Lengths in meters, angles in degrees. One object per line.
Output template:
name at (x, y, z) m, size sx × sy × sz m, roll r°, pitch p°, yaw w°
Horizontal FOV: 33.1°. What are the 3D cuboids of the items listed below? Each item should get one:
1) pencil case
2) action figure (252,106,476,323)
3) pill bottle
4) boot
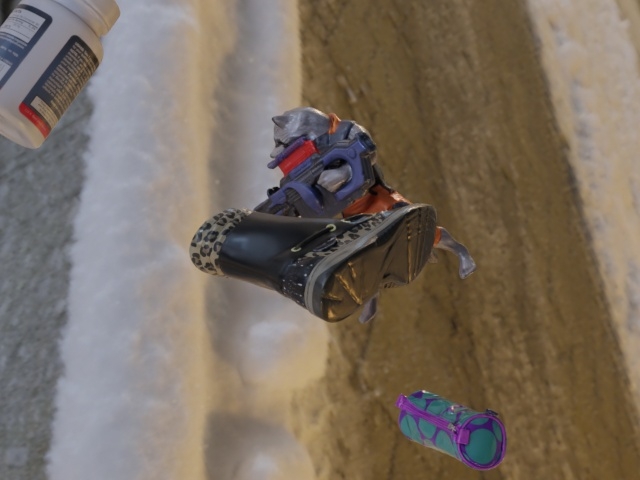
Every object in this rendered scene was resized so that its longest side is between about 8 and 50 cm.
pencil case at (0.146, 0.210, 1.210) m, size 0.070 × 0.151 × 0.065 m, roll 31°, pitch 80°, yaw -21°
action figure at (0.025, -0.047, 1.568) m, size 0.330 × 0.341 × 0.178 m, roll 56°, pitch 45°, yaw -12°
pill bottle at (-0.300, -0.200, 1.168) m, size 0.108 × 0.108 × 0.180 m, roll 43°, pitch 72°, yaw -34°
boot at (0.000, -0.001, 1.104) m, size 0.236 × 0.178 × 0.085 m, roll -28°, pitch 127°, yaw -51°
